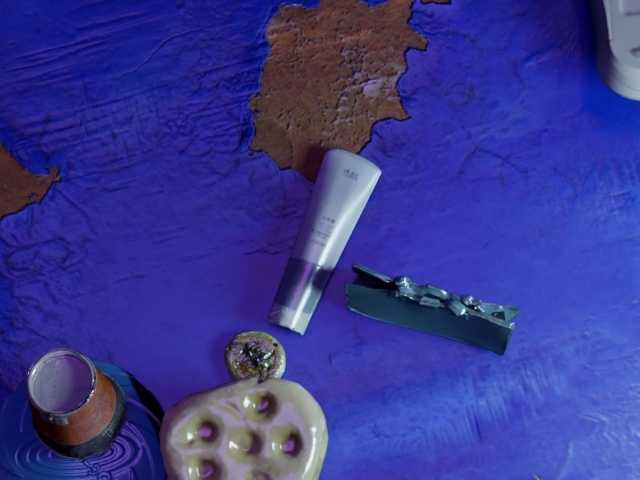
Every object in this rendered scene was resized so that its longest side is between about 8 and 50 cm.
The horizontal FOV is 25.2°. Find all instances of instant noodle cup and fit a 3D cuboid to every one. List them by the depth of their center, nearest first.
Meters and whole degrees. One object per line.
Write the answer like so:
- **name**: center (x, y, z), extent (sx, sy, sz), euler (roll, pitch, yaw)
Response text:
- **instant noodle cup**: center (-0.314, 0.197, 1.793), extent (0.127, 0.135, 0.127), euler (-1, 66, 1)

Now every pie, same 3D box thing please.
- **pie**: center (-0.087, 0.157, 1.889), extent (0.084, 0.021, 0.084), euler (0, 80, 1)

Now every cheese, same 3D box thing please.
- **cheese**: center (-0.100, 0.276, 1.820), extent (0.218, 0.117, 0.235), euler (39, 84, 9)

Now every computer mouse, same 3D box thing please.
- **computer mouse**: center (0.449, -0.311, 1.911), extent (0.184, 0.121, 0.296), euler (-10, 64, 11)

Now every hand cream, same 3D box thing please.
- **hand cream**: center (0.000, 0.000, 1.904), extent (0.079, 0.048, 0.255), euler (23, 79, 0)

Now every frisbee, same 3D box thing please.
- **frisbee**: center (-0.317, 0.274, 1.865), extent (0.242, 0.045, 0.242), euler (0, 81, 1)

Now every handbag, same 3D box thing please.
- **handbag**: center (0.142, 0.084, 1.834), extent (0.221, 0.144, 0.057), euler (17, 79, 6)

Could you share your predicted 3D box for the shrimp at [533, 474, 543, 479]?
- **shrimp**: center (0.343, 0.344, 1.827), extent (0.165, 0.056, 0.065), euler (38, 98, -2)
